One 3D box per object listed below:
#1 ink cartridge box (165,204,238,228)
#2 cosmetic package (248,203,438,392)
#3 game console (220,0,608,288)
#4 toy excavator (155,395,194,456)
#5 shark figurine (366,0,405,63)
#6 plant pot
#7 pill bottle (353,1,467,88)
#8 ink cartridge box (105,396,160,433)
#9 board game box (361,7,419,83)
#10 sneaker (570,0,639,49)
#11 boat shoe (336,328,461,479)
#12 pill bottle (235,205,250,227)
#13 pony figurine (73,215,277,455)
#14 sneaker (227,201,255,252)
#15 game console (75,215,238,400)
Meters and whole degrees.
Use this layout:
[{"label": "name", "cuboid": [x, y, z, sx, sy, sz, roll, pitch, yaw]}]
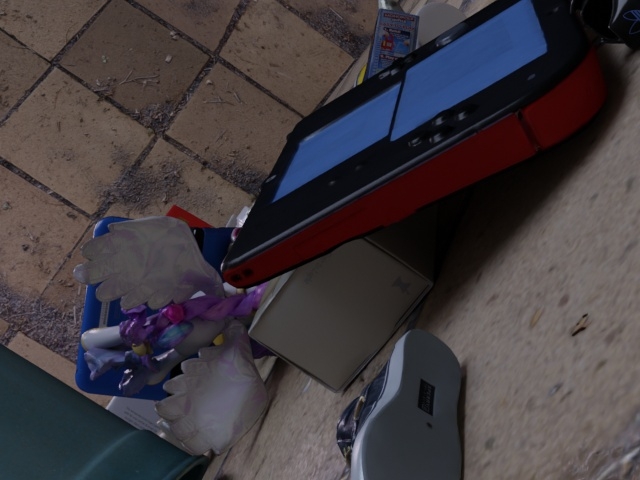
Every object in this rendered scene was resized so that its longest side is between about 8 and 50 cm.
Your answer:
[{"label": "ink cartridge box", "cuboid": [-0.230, 0.033, 1.969, 0.066, 0.261, 0.296, -54, 8, 28]}, {"label": "cosmetic package", "cuboid": [0.037, 0.000, 0.988, 0.160, 0.113, 0.309, -52, 8, 24]}, {"label": "game console", "cuboid": [0.085, -0.118, 0.869, 0.342, 0.060, 0.386, -24, 19, 19]}, {"label": "toy excavator", "cuboid": [-0.359, 0.398, 1.468, 0.433, 0.222, 0.445, -40, 7, -18]}, {"label": "shark figurine", "cuboid": [0.147, -0.282, 1.651, 0.116, 0.166, 0.278, -31, -30, -39]}, {"label": "plant pot", "cuboid": [-0.372, 0.307, 1.134, 0.341, 0.334, 0.341, -54, -8, -12]}, {"label": "pill bottle", "cuboid": [0.140, -0.260, 1.395, 0.119, 0.119, 0.208, -60, 9, -26]}, {"label": "ink cartridge box", "cuboid": [-0.353, 0.368, 1.781, 0.203, 0.148, 0.086, -57, 6, -8]}, {"label": "board game box", "cuboid": [0.086, -0.205, 1.271, 0.194, 0.060, 0.194, 105, 176, -67]}, {"label": "sneaker", "cuboid": [0.230, -0.204, 0.728, 0.090, 0.081, 0.232, -47, 11, 13]}, {"label": "boat shoe", "cuboid": [0.044, 0.135, 0.589, 0.083, 0.065, 0.183, -55, 1, 28]}, {"label": "pill bottle", "cuboid": [-0.162, 0.078, 1.761, 0.264, 0.153, 0.153, -57, 8, -2]}, {"label": "pony figurine", "cuboid": [-0.164, 0.105, 1.242, 0.363, 0.303, 0.351, -24, 1, 45]}, {"label": "sneaker", "cuboid": [-0.109, 0.027, 1.608, 0.103, 0.111, 0.252, -63, -1, -62]}, {"label": "game console", "cuboid": [-0.266, 0.111, 1.584, 0.173, 0.250, 0.293, -147, 65, -81]}]
